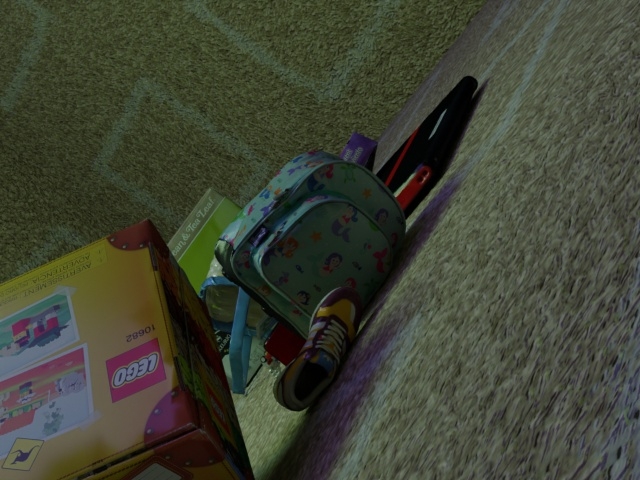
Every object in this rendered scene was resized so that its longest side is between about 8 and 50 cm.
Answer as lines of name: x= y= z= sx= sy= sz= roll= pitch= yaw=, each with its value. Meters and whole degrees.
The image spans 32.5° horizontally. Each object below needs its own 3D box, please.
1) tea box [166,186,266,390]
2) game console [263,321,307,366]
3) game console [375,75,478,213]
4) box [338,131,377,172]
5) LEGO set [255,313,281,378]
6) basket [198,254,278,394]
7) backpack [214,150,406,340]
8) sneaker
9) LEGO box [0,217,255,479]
tea box: x=-0.222 y=0.116 z=2.486 sx=0.329 sy=0.324 sz=0.220 roll=-55 pitch=4 yaw=-16
game console: x=-0.035 y=0.139 z=1.815 sx=0.085 sy=0.124 sz=0.144 roll=18 pitch=71 yaw=54
game console: x=0.149 y=-0.104 z=1.995 sx=0.342 sy=0.060 sz=0.386 roll=-47 pitch=8 yaw=36
box: x=0.037 y=-0.062 z=2.208 sx=0.200 sy=0.057 sz=0.293 roll=-62 pitch=-9 yaw=-23
LEGO set: x=-0.032 y=0.132 z=1.869 sx=0.182 sy=0.060 sz=0.244 roll=-47 pitch=-14 yaw=-19
basket: x=-0.151 y=0.144 z=2.241 sx=0.254 sy=0.201 sz=0.288 roll=99 pitch=-178 yaw=-63
backpack: x=0.000 y=0.000 z=1.621 sx=0.253 sy=0.225 sz=0.191 roll=-51 pitch=25 yaw=-10
sneaker: x=0.008 y=0.145 z=1.453 sx=0.185 sy=0.070 sz=0.084 roll=-61 pitch=14 yaw=-11
LEGO box: x=-0.365 y=0.243 z=1.340 sx=0.500 sy=0.193 sz=0.372 roll=-24 pitch=43 yaw=2
